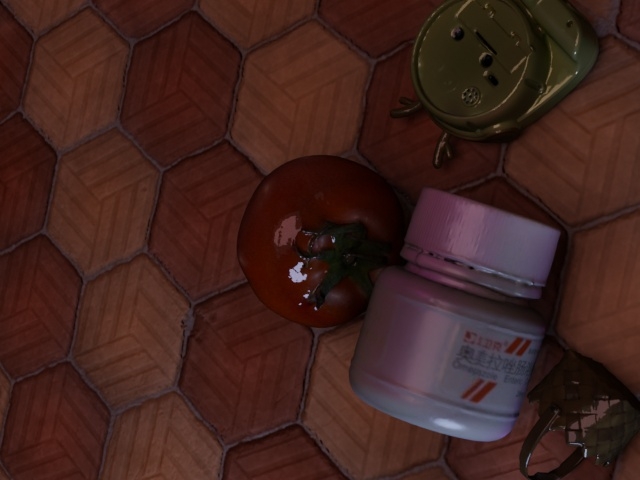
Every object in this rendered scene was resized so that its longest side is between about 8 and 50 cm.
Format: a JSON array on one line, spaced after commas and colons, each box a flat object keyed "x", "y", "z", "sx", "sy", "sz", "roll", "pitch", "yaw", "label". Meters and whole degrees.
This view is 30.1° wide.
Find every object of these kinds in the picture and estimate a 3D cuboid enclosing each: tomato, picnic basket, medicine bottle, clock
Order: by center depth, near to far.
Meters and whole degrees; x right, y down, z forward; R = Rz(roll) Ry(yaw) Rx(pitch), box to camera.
[{"x": 0.332, "y": 0.249, "z": 1.581, "sx": 0.178, "sy": 0.128, "sz": 0.138, "roll": -55, "pitch": 42, "yaw": 13, "label": "picnic basket"}, {"x": 0.188, "y": 0.097, "z": 1.623, "sx": 0.241, "sy": 0.241, "sz": 0.302, "roll": 19, "pitch": 94, "yaw": 33, "label": "medicine bottle"}, {"x": 0.232, "y": -0.253, "z": 1.727, "sx": 0.308, "sy": 0.096, "sz": 0.235, "roll": -47, "pitch": 63, "yaw": 20, "label": "clock"}, {"x": 0.000, "y": 0.000, "z": 1.749, "sx": 0.224, "sy": 0.256, "sz": 0.255, "roll": 31, "pitch": 102, "yaw": 59, "label": "tomato"}]
